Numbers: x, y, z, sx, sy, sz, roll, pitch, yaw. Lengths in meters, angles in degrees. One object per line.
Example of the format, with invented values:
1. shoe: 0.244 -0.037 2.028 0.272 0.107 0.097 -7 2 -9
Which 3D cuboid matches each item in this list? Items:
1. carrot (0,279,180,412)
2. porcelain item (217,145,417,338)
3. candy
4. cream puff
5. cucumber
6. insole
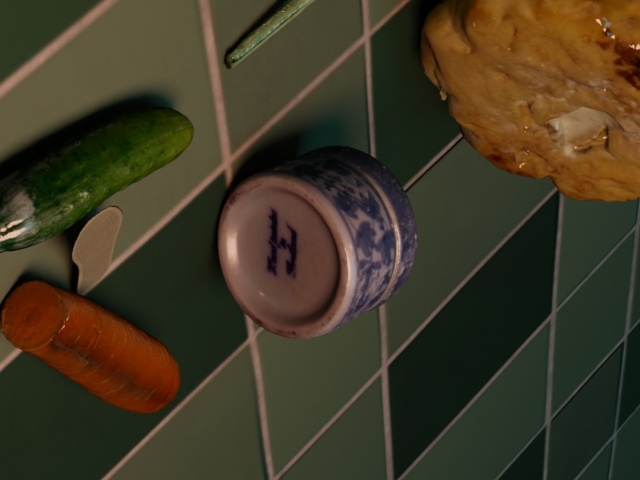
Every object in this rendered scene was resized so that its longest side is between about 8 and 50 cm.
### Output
1. carrot: -0.172 0.086 1.537 0.067 0.067 0.225 -56 153 -4
2. porcelain item: 0.000 0.000 1.650 0.114 0.147 0.147 -24 139 -50
3. candy: 0.048 -0.241 1.575 0.335 0.093 0.092 -40 107 -15
4. cream puff: 0.256 -0.201 1.756 0.324 0.291 0.257 54 46 -43
5. cucumber: -0.175 -0.044 1.400 0.250 0.056 0.056 -36 147 -42
6. insole: -0.168 0.008 1.470 0.053 0.002 0.152 -42 170 -22
